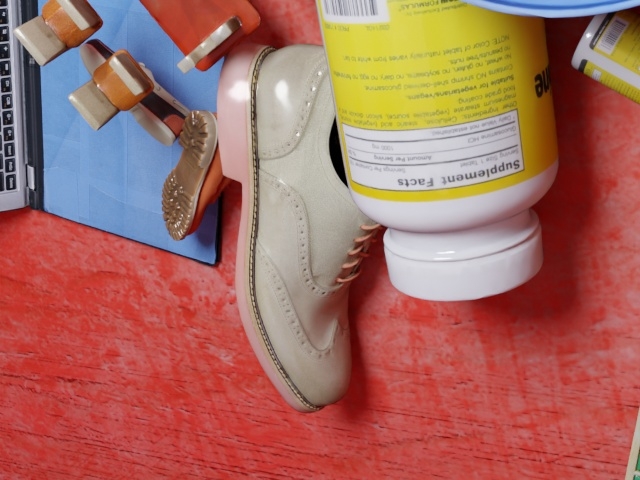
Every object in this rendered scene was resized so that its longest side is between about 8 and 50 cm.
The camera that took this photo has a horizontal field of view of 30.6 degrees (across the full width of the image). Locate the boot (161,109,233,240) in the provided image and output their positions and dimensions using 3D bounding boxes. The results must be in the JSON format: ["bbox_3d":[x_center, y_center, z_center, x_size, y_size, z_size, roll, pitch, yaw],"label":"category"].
[{"bbox_3d":[-0.113,-0.065,1.225,0.059,0.084,0.158,51,130,33],"label":"boot"}]

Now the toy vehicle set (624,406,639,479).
[{"bbox_3d":[0.377,0.276,1.140,0.166,0.035,0.267,15,120,24],"label":"toy vehicle set"}]

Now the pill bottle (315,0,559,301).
[{"bbox_3d":[0.104,-0.127,1.004,0.187,0.188,0.334,2,115,29],"label":"pill bottle"}]

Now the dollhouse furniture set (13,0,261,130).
[{"bbox_3d":[-0.164,-0.277,1.073,0.262,0.135,0.259,-35,102,19],"label":"dollhouse furniture set"}]

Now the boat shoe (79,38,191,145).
[{"bbox_3d":[-0.187,-0.157,1.191,0.137,0.043,0.049,45,156,-19],"label":"boat shoe"}]

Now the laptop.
[{"bbox_3d":[-0.332,-0.153,1.223,0.236,0.407,0.382,42,135,49],"label":"laptop"}]

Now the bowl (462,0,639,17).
[{"bbox_3d":[0.161,-0.344,0.756,0.391,0.077,0.391,4,114,10],"label":"bowl"}]

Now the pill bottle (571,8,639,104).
[{"bbox_3d":[0.274,-0.145,0.972,0.116,0.065,0.065,33,126,13],"label":"pill bottle"}]

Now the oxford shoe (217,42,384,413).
[{"bbox_3d":[0.000,0.000,1.163,0.146,0.140,0.397,1,116,22],"label":"oxford shoe"}]
